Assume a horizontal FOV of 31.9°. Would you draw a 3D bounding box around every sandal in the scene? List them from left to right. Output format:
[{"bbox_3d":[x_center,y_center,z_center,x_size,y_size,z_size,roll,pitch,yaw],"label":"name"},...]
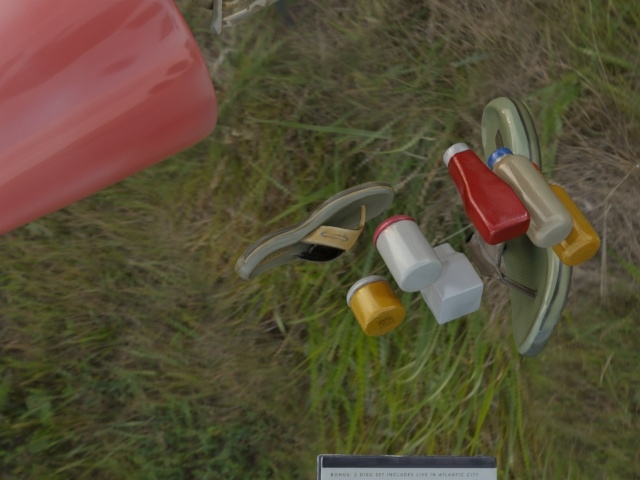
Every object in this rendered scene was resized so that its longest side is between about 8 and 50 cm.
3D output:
[{"bbox_3d":[0.000,0.000,1.115,0.180,0.072,0.049,-28,70,-18],"label":"sandal"},{"bbox_3d":[0.184,-0.015,1.141,0.086,0.120,0.303,1,54,-12],"label":"sandal"}]

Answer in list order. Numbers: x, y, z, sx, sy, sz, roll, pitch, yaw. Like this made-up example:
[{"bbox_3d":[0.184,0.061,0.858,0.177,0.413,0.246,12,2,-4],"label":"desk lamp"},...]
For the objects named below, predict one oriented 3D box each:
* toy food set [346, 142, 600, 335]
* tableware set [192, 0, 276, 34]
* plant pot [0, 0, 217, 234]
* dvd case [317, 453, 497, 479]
[{"bbox_3d":[0.120,-0.013,0.959,0.232,0.111,0.104,-20,55,-13],"label":"toy food set"},{"bbox_3d":[-0.053,-0.273,1.057,0.194,0.039,0.128,-24,131,23],"label":"tableware set"},{"bbox_3d":[-0.270,-0.145,1.053,0.243,0.275,0.275,-38,82,-18],"label":"plant pot"},{"bbox_3d":[0.076,0.301,0.985,0.164,0.018,0.221,2,83,-12],"label":"dvd case"}]
